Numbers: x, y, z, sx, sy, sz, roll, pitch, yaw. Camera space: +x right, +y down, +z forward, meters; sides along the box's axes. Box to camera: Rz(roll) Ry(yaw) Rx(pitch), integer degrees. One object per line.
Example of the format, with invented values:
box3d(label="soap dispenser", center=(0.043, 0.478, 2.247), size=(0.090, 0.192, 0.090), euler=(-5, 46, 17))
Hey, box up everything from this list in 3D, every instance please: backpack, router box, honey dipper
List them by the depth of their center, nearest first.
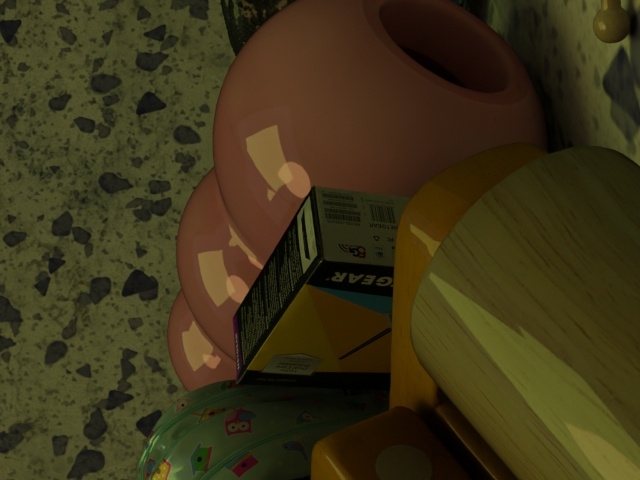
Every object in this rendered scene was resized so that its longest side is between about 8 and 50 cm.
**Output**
box3d(label="honey dipper", center=(0.131, -0.170, 0.514), size=(0.030, 0.030, 0.161), euler=(-116, 17, -69))
box3d(label="router box", center=(0.057, 0.034, 0.589), size=(0.133, 0.178, 0.046), euler=(123, 146, -51))
box3d(label="backpack", center=(-0.012, 0.146, 0.631), size=(0.115, 0.182, 0.152), euler=(42, 119, 45))

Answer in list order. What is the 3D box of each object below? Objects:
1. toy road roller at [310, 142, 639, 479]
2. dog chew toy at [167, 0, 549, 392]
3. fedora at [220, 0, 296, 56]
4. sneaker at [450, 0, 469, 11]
box3d(label="toy road roller", center=(0.057, 0.148, 0.446), size=(0.202, 0.240, 0.330), euler=(48, 149, 40))
box3d(label="dog chew toy", center=(0.000, 0.000, 0.731), size=(0.332, 0.206, 0.207), euler=(-57, 32, 35))
box3d(label="fedora", center=(-0.027, -0.265, 1.179), size=(0.334, 0.152, 0.334), euler=(172, 90, -83))
box3d(label="sneaker", center=(0.065, -0.198, 0.762), size=(0.126, 0.091, 0.240), euler=(-174, 77, -82))
